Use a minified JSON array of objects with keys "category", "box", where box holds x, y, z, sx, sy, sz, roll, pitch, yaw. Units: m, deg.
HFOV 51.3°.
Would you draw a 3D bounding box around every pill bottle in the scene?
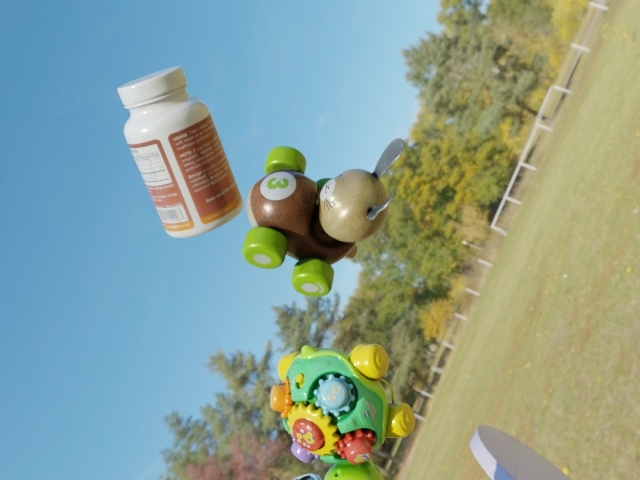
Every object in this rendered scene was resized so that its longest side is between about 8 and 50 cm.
[{"category":"pill bottle","box":[-0.196,-0.123,0.926,0.121,0.121,0.216,-49,-53,-52]}]

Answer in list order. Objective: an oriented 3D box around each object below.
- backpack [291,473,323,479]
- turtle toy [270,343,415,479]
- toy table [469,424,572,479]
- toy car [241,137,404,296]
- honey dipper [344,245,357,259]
[{"category":"backpack","box":[-0.033,0.362,0.634,0.254,0.191,0.225,-61,7,-34]},{"category":"turtle toy","box":[0.013,0.133,0.475,0.066,0.095,0.130,-37,-73,-49]},{"category":"toy table","box":[0.308,0.435,1.033,0.161,0.252,0.274,-63,26,11]},{"category":"toy car","box":[0.019,-0.046,0.777,0.188,0.149,0.155,-27,41,43]},{"category":"honey dipper","box":[0.000,0.000,0.930,0.160,0.030,0.031,19,-85,-55]}]
